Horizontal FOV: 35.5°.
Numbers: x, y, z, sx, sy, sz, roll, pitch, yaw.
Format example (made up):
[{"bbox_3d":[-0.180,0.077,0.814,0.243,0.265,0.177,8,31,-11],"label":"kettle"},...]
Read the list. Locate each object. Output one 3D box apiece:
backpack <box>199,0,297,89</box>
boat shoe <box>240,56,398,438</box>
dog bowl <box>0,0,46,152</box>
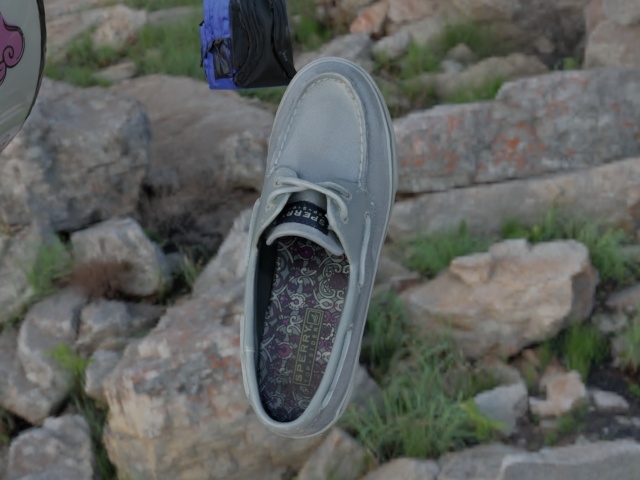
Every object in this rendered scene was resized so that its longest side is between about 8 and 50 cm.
[{"bbox_3d":[-0.094,-0.237,1.163,0.101,0.120,0.098,8,16,44],"label":"backpack"},{"bbox_3d":[-0.001,0.000,0.570,0.079,0.227,0.081,6,-6,7],"label":"boat shoe"},{"bbox_3d":[-0.404,-0.136,0.666,0.408,0.407,0.150,-2,44,9],"label":"dog bowl"}]
